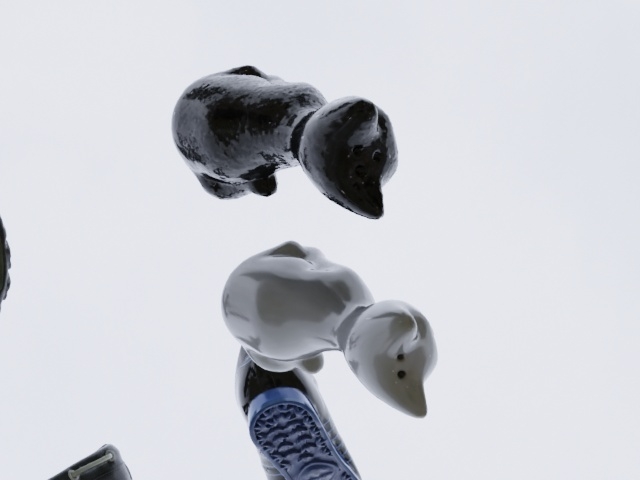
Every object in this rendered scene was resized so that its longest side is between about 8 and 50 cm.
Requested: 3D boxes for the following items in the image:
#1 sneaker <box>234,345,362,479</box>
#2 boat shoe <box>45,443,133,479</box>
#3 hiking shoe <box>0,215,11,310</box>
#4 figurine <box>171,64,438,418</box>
[{"bbox_3d":[-0.016,0.172,1.157,0.081,0.232,0.090,-17,-135,0],"label":"sneaker"},{"bbox_3d":[-0.284,0.258,1.147,0.302,0.114,0.091,-16,-102,-46],"label":"boat shoe"},{"bbox_3d":[-0.344,0.060,1.141,0.086,0.114,0.227,34,-76,38],"label":"hiking shoe"},{"bbox_3d":[0.000,0.000,0.869,0.092,0.209,0.215,-21,-72,-24],"label":"figurine"}]
